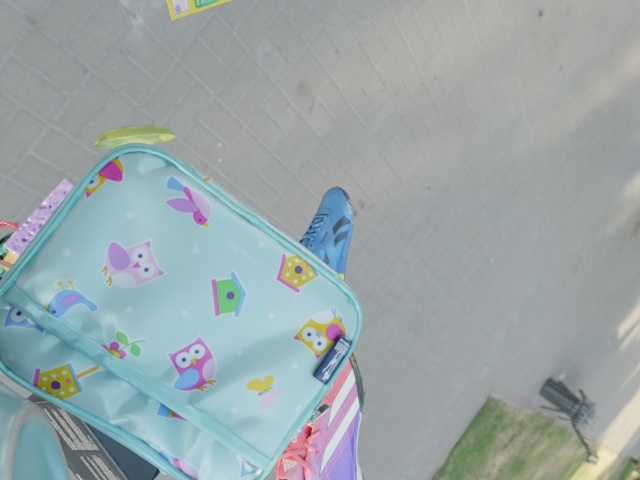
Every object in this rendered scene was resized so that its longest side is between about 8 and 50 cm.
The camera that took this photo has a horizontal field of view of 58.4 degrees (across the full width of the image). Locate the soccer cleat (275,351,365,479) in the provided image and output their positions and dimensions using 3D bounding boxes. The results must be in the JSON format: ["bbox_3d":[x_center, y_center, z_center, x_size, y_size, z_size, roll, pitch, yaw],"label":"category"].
[{"bbox_3d":[-0.009,0.262,0.766,0.117,0.109,0.317,6,76,-46],"label":"soccer cleat"}]

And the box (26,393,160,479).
[{"bbox_3d":[-0.467,0.402,1.189,0.261,0.185,0.103,62,34,-17],"label":"box"}]

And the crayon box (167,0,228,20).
[{"bbox_3d":[-0.234,-0.648,1.279,0.323,0.083,0.203,-32,140,-27],"label":"crayon box"}]

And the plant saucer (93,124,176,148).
[{"bbox_3d":[-0.558,-0.314,1.719,0.241,0.241,0.037,-13,96,-44],"label":"plant saucer"}]

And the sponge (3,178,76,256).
[{"bbox_3d":[-0.297,0.029,0.775,0.210,0.031,0.117,42,80,-13],"label":"sponge"}]

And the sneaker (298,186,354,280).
[{"bbox_3d":[0.000,0.000,0.948,0.082,0.069,0.209,20,70,-32],"label":"sneaker"}]

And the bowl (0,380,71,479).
[{"bbox_3d":[-0.229,0.196,0.310,0.163,0.311,0.311,-11,130,-17],"label":"bowl"}]

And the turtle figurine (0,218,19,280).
[{"bbox_3d":[-0.604,0.047,1.138,0.175,0.118,0.234,21,132,-26],"label":"turtle figurine"}]

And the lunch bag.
[{"bbox_3d":[-0.114,0.074,0.489,0.279,0.108,0.224,38,79,-13],"label":"lunch bag"}]
